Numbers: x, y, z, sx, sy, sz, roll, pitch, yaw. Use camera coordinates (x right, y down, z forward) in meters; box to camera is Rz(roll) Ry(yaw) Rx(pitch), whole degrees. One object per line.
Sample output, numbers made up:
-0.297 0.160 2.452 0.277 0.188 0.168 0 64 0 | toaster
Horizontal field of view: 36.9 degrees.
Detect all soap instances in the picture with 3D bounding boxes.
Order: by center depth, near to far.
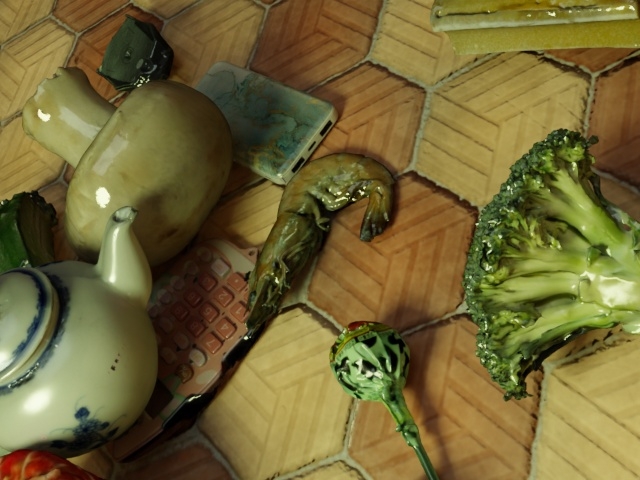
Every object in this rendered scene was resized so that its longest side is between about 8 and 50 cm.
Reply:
0.309 -0.353 1.213 0.281 0.143 0.259 8 63 36 | soap

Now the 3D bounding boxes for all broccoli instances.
0.323 0.017 0.951 0.362 0.221 0.251 -8 65 17 | broccoli

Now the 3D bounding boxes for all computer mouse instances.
-0.310 -0.309 1.647 0.231 0.071 0.126 33 97 52 | computer mouse

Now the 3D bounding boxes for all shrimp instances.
0.000 0.000 1.249 0.169 0.058 0.296 2 56 30 | shrimp

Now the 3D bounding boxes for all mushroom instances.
-0.280 -0.109 1.331 0.290 0.297 0.297 32 79 -3 | mushroom

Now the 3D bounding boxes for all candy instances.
0.095 0.220 1.057 0.091 0.083 0.305 -32 57 11 | candy

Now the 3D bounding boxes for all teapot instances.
-0.347 0.135 1.187 0.424 0.280 0.252 -46 46 -1 | teapot

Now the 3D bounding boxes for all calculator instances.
-0.192 0.137 1.309 0.329 0.048 0.220 -48 47 -4 | calculator

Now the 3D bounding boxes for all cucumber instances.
-0.460 0.029 1.443 0.145 0.105 0.325 -47 27 2 | cucumber

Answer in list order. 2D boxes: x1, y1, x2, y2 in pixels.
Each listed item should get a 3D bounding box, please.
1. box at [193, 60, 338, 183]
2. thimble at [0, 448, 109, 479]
-0.106 -0.183 1.451 0.285 0.044 0.142 28 76 41 | box
-0.305 0.424 1.055 0.350 0.231 0.350 -27 42 28 | thimble
